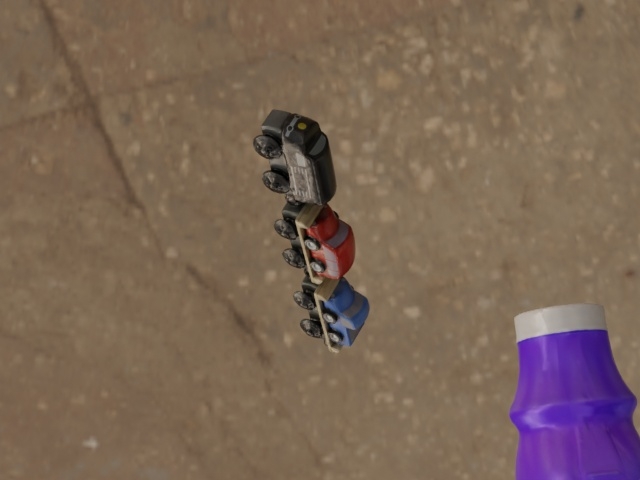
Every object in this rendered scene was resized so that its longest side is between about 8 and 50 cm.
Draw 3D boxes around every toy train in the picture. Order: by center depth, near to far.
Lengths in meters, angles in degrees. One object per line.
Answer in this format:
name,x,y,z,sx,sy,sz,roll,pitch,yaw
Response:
toy train,0.000,0.000,0.705,0.036,0.027,0.158,14,141,23

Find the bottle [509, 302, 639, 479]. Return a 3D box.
bottle,0.189,0.188,1.028,0.092,0.283,0.118,-5,168,-6
